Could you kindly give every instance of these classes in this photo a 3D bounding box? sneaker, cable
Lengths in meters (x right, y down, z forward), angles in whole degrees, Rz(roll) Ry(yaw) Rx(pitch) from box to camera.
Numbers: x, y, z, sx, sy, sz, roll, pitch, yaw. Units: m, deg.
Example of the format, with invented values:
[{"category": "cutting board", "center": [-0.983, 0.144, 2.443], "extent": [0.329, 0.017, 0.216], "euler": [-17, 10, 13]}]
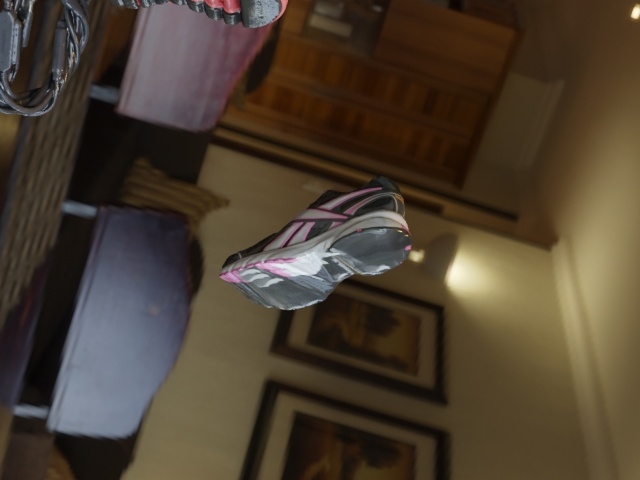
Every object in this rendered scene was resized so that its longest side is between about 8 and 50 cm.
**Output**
[{"category": "sneaker", "center": [-0.177, -0.357, 1.439], "extent": [0.116, 0.314, 0.136], "euler": [92, 15, -64]}, {"category": "sneaker", "center": [0.000, 0.000, 0.987], "extent": [0.072, 0.178, 0.077], "euler": [49, 35, -40]}, {"category": "cable", "center": [-0.301, -0.216, 1.264], "extent": [0.150, 0.047, 0.184], "euler": [-48, 158, -49]}]
